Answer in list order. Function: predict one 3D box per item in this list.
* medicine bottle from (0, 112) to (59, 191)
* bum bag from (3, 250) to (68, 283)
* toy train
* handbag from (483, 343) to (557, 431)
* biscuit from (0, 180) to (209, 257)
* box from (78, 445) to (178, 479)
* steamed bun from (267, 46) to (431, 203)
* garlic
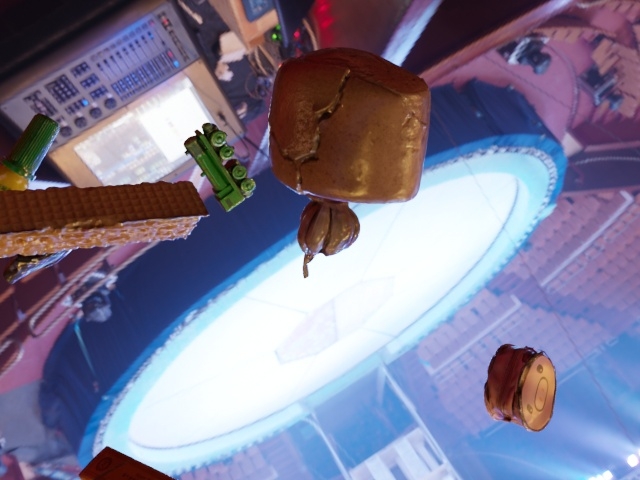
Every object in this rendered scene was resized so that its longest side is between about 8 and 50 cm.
[{"bbox_3d":[-0.628,-0.118,1.285,0.111,0.076,0.309,39,71,-45],"label":"medicine bottle"},{"bbox_3d":[-0.592,-0.008,1.464,0.142,0.080,0.326,-9,-150,43],"label":"bum bag"},{"bbox_3d":[-0.271,-0.199,1.713,0.119,0.085,0.251,-37,127,-8],"label":"toy train"},{"bbox_3d":[0.486,0.353,1.539,0.179,0.116,0.205,40,64,-34],"label":"handbag"},{"bbox_3d":[-0.355,-0.034,0.917,0.378,0.094,0.054,-8,142,-33],"label":"biscuit"},{"bbox_3d":[-0.281,0.478,1.110,0.076,0.274,0.174,-44,130,-40],"label":"box"},{"bbox_3d":[0.023,-0.187,1.075,0.199,0.301,0.252,-30,131,-44],"label":"steamed bun"},{"bbox_3d":[0.000,0.000,1.317,0.131,0.127,0.194,5,118,-49],"label":"garlic"}]
